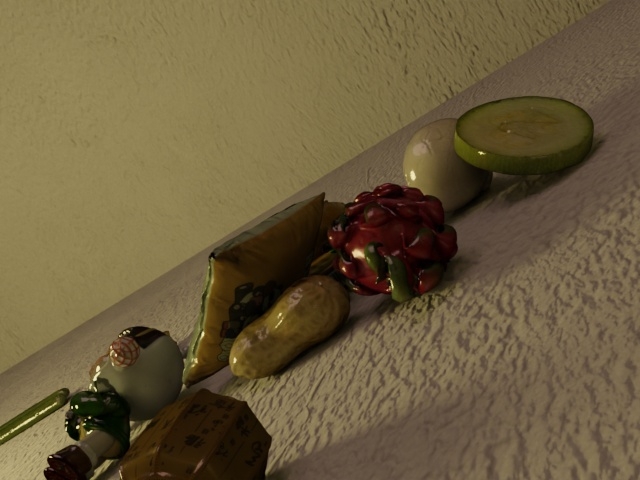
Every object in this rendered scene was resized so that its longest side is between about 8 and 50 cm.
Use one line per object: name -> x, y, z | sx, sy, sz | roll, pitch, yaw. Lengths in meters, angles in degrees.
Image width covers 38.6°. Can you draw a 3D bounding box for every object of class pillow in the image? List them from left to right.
pillow -> -0.117, 0.087, 1.643 | 0.312, 0.119, 0.310 | -32, -36, -49

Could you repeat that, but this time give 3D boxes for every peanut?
peanut -> -0.056, 0.147, 1.539 | 0.236, 0.110, 0.120 | -36, 18, -6

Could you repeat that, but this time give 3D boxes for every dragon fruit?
dragon fruit -> 0.123, 0.002, 1.474 | 0.273, 0.219, 0.198 | 6, 77, 68

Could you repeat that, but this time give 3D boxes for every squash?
squash -> 0.370, -0.194, 1.674 | 0.252, 0.048, 0.252 | -4, 32, 3

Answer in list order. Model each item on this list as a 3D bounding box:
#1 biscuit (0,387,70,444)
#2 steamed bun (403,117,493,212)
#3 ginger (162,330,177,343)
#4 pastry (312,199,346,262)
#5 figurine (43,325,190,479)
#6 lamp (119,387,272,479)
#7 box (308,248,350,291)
biscuit -> -0.824, 0.500, 2.504 | 0.323, 0.038, 0.099 | -31, 13, 9
steamed bun -> 0.264, -0.151, 1.809 | 0.131, 0.177, 0.228 | 0, 23, 35
ginger -> -0.380, 0.264, 2.227 | 0.058, 0.044, 0.137 | -3, 19, 3
pastry -> 0.000, 0.000, 1.944 | 0.192, 0.093, 0.182 | -35, -24, -18
figurine -> -0.371, 0.297, 1.691 | 0.370, 0.167, 0.281 | -57, -6, -47
lamp -> -0.147, 0.274, 1.083 | 0.161, 0.161, 0.185 | -30, 12, 21
box -> 0.066, 0.034, 1.818 | 0.240, 0.071, 0.159 | -37, 8, -16
